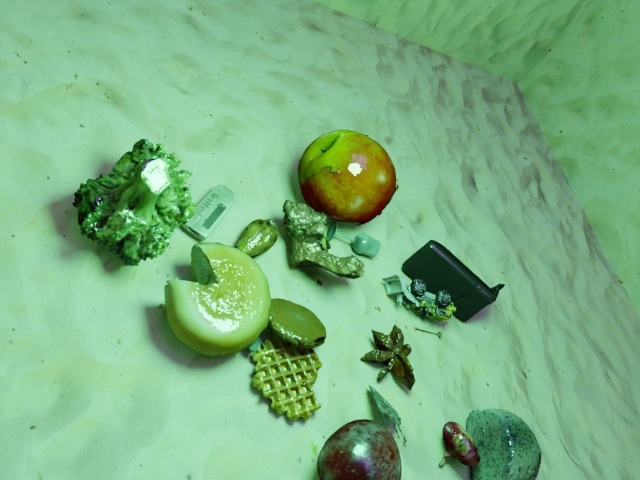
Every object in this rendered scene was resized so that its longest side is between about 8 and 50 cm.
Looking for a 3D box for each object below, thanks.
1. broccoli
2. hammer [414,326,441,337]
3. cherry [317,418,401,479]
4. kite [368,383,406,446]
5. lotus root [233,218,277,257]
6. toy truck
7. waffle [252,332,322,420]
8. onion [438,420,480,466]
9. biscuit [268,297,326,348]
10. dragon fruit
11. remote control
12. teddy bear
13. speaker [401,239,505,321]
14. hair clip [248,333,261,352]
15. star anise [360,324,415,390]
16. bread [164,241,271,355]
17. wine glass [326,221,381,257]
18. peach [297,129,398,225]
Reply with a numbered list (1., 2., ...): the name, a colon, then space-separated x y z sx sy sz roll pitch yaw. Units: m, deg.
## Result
1. broccoli: -0.498 -0.103 1.544 0.338 0.317 0.277 -43 103 -8
2. hammer: 0.394 0.335 2.047 0.123 0.014 0.029 16 41 -23
3. cherry: 0.111 0.602 1.505 0.230 0.203 0.300 43 30 0
4. kite: 0.206 0.521 1.665 0.141 0.015 0.245 42 7 -12
5. lotus root: -0.218 0.004 1.791 0.108 0.094 0.190 30 49 18
6. toy truck: 0.357 0.212 2.031 0.286 0.136 0.111 24 68 -19
7. waffle: -0.082 0.385 1.625 0.249 0.056 0.253 43 42 -1
8. onion: 0.423 0.663 1.769 0.150 0.140 0.150 51 0 0
9. biscuit: -0.078 0.249 1.683 0.226 0.042 0.226 27 18 -10
10. dragon fruit: 0.613 0.686 1.802 0.204 0.221 0.282 17 47 -18
11. remote control: -0.351 -0.092 1.787 0.090 0.049 0.230 38 43 -8
12. teddy bear: 0.010 0.000 1.873 0.297 0.246 0.222 9 80 11
13. speaker: 0.525 0.142 2.181 0.388 0.180 0.184 41 37 -6
14. hair clip: -0.190 0.243 1.665 0.066 0.036 0.229 31 38 -22
15. star anise: 0.242 0.377 1.844 0.213 0.111 0.196 34 37 -1
16. bread: -0.285 0.170 1.560 0.333 0.160 0.332 18 51 -24
17. wine glass: 0.124 -0.001 2.050 0.196 0.079 0.079 23 48 -22
18. peach: 0.102 -0.216 2.023 0.370 0.370 0.369 20 49 -24
